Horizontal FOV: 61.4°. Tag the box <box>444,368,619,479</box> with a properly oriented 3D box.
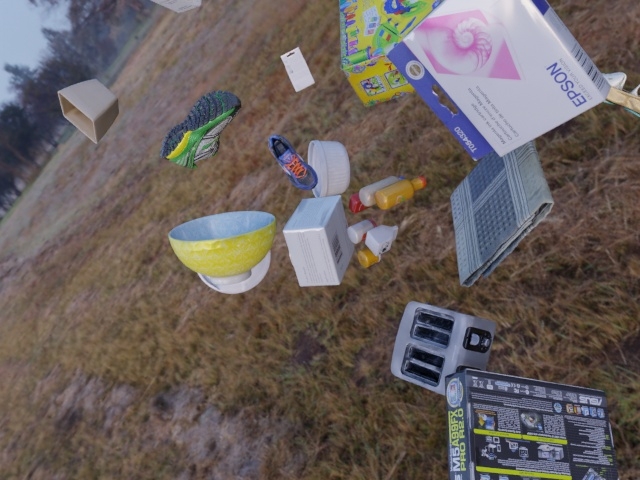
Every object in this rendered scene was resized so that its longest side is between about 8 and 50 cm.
[{"bbox_3d":[0.319,0.322,0.810,0.060,0.269,0.217,132,146,-59],"label":"box"}]

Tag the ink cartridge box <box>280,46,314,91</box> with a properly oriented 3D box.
[{"bbox_3d":[-0.069,-0.508,1.600,0.062,0.115,0.029,-26,29,2],"label":"ink cartridge box"}]

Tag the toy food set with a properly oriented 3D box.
[{"bbox_3d":[0.130,-0.052,1.101,0.104,0.232,0.111,-24,56,-22],"label":"toy food set"}]

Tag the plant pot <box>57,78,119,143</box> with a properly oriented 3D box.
[{"bbox_3d":[-0.553,-0.324,1.309,0.096,0.109,0.109,-50,1,-26],"label":"plant pot"}]

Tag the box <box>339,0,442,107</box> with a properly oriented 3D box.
[{"bbox_3d":[0.213,-0.569,1.487,0.279,0.177,0.290,-12,61,23],"label":"box"}]

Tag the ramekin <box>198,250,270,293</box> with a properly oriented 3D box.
[{"bbox_3d":[-0.324,0.056,1.951,0.273,0.272,0.127,-55,11,-12],"label":"ramekin"}]

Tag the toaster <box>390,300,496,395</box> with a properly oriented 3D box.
[{"bbox_3d":[0.245,0.218,1.104,0.185,0.110,0.168,12,84,46],"label":"toaster"}]

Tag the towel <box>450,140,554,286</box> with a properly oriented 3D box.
[{"bbox_3d":[0.406,-0.087,1.234,0.312,0.056,0.324,122,162,-45],"label":"towel"}]

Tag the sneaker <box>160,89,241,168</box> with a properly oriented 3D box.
[{"bbox_3d":[-0.376,-0.363,1.781,0.343,0.146,0.134,-32,51,32],"label":"sneaker"}]

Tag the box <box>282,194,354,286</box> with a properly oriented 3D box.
[{"bbox_3d":[0.000,0.000,1.443,0.118,0.181,0.182,-4,31,21],"label":"box"}]

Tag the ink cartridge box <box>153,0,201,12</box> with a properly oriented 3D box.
[{"bbox_3d":[-0.347,-0.585,1.106,0.086,0.208,0.153,5,89,40],"label":"ink cartridge box"}]

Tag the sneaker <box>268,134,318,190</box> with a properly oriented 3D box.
[{"bbox_3d":[-0.094,-0.241,1.666,0.083,0.221,0.087,-44,-11,4],"label":"sneaker"}]

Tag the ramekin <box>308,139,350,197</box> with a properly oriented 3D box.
[{"bbox_3d":[0.031,-0.255,1.916,0.108,0.207,0.207,-7,22,-12],"label":"ramekin"}]

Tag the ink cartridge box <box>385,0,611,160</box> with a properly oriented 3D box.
[{"bbox_3d":[0.324,-0.328,1.068,0.330,0.324,0.071,-32,16,50],"label":"ink cartridge box"}]

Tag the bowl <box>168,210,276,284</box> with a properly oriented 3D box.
[{"bbox_3d":[-0.256,0.030,1.478,0.289,0.156,0.289,-7,16,2],"label":"bowl"}]

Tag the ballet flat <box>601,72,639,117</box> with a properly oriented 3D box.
[{"bbox_3d":[0.624,-0.301,1.098,0.080,0.232,0.073,-37,-28,-55],"label":"ballet flat"}]
